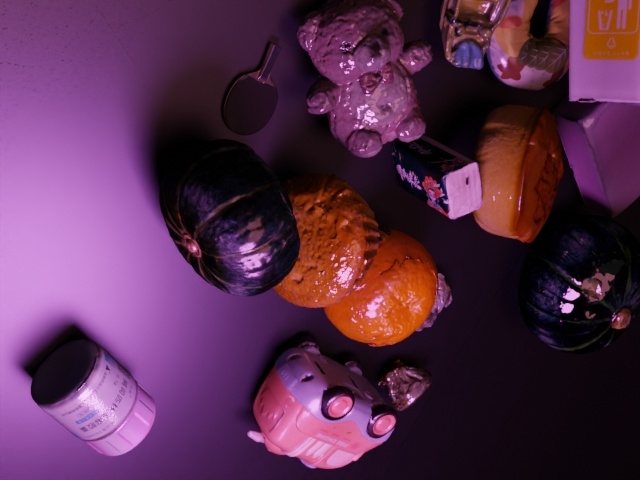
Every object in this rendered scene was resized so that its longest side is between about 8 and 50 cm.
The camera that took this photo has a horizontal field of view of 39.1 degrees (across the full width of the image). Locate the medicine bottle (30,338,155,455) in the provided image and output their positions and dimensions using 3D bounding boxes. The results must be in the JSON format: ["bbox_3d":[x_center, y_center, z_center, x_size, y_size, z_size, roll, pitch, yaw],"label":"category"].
[{"bbox_3d":[-0.363,0.256,1.457,0.135,0.135,0.168,-43,130,-10],"label":"medicine bottle"}]

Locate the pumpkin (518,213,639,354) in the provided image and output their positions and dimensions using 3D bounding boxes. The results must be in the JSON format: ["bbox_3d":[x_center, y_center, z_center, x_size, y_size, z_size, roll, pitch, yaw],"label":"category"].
[{"bbox_3d":[0.580,0.105,1.960,0.315,0.238,0.315,-19,127,-28],"label":"pumpkin"}]

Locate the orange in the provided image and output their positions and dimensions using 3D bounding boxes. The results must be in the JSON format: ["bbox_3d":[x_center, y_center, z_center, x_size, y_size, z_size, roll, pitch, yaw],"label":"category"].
[{"bbox_3d":[0.107,0.083,1.657,0.219,0.193,0.219,-5,99,-30],"label":"orange"}]

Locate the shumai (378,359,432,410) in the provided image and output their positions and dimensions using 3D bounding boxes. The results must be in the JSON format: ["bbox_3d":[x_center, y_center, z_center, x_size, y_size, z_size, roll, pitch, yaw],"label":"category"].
[{"bbox_3d":[0.170,0.291,1.879,0.099,0.124,0.087,-44,91,15],"label":"shumai"}]

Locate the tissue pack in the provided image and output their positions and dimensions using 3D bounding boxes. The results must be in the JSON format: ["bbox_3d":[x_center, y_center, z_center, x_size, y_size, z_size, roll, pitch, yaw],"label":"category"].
[{"bbox_3d":[0.211,-0.120,1.642,0.090,0.170,0.103,-24,124,-19],"label":"tissue pack"}]

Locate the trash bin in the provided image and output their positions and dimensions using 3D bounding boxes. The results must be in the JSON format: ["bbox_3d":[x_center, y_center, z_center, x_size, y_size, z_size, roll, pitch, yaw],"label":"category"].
[{"bbox_3d":[0.604,-0.433,1.669,0.296,0.256,0.368,-6,102,-42],"label":"trash bin"}]

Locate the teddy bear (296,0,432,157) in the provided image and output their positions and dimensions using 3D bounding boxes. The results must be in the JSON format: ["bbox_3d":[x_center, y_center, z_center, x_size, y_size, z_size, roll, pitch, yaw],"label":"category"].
[{"bbox_3d":[0.077,-0.276,1.491,0.236,0.151,0.267,-23,128,-16],"label":"teddy bear"}]

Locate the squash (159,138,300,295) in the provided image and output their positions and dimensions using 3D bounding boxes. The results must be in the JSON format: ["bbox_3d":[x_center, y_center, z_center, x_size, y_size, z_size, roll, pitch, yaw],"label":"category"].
[{"bbox_3d":[-0.139,-0.034,1.394,0.165,0.252,0.252,-33,127,-25],"label":"squash"}]

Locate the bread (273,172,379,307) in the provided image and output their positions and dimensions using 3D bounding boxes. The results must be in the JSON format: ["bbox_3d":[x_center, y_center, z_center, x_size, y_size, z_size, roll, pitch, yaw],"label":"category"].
[{"bbox_3d":[-0.001,0.000,1.521,0.139,0.240,0.240,0,112,-46],"label":"bread"}]

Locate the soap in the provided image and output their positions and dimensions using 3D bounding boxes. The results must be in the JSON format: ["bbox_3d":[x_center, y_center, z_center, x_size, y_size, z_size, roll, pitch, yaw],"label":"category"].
[{"bbox_3d":[0.657,-0.241,1.931,0.285,0.107,0.296,-40,128,-12],"label":"soap"}]

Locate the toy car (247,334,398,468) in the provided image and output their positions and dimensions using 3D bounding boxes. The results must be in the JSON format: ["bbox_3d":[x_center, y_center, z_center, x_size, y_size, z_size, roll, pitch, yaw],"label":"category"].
[{"bbox_3d":[-0.003,0.331,1.720,0.270,0.180,0.212,29,104,-39],"label":"toy car"}]

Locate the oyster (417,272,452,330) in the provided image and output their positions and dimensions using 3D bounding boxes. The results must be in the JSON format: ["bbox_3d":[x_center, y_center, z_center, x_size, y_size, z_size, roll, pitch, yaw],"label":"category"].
[{"bbox_3d":[0.194,0.132,1.825,0.177,0.064,0.125,-31,122,-21],"label":"oyster"}]

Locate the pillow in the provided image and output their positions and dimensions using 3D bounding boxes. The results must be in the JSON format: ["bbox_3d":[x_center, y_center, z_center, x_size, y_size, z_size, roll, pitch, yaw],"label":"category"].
[{"bbox_3d":[0.401,-0.392,1.708,0.233,0.086,0.214,9,96,-34],"label":"pillow"}]

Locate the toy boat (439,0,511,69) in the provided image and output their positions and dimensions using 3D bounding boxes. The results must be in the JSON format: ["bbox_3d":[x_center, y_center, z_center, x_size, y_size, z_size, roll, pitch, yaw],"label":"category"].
[{"bbox_3d":[0.280,-0.442,1.569,0.111,0.084,0.276,4,120,-20],"label":"toy boat"}]

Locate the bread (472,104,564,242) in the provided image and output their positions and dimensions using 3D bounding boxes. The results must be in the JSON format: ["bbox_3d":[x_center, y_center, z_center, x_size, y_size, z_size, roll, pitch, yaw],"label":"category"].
[{"bbox_3d":[0.377,-0.127,1.710,0.270,0.148,0.270,-37,132,-56],"label":"bread"}]

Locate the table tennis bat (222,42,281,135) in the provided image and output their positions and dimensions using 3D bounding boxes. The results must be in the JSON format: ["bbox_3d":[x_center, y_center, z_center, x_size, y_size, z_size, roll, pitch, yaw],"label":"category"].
[{"bbox_3d":[-0.104,-0.245,1.468,0.095,0.014,0.158,17,103,-37],"label":"table tennis bat"}]
